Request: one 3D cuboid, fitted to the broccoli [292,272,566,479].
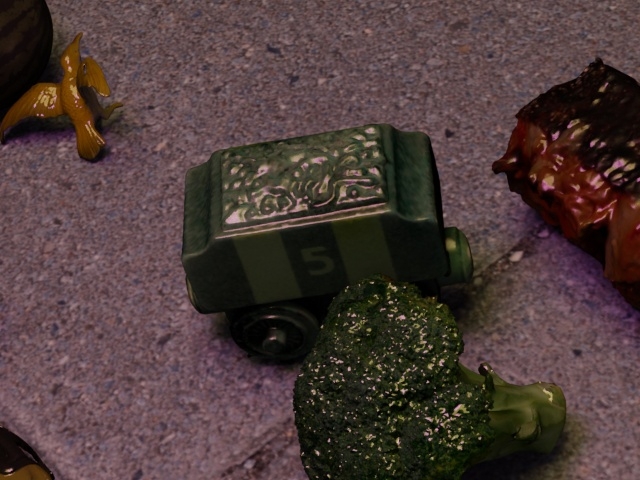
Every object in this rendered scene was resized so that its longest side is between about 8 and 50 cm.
[{"bbox_3d":[0.100,0.153,1.604,0.269,0.254,0.269,13,58,-21],"label":"broccoli"}]

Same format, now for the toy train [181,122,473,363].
[{"bbox_3d":[0.000,0.000,1.741,0.299,0.238,0.166,-9,49,7],"label":"toy train"}]

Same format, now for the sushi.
[{"bbox_3d":[0.335,-0.033,1.743,0.182,0.196,0.343,-42,44,0],"label":"sushi"}]

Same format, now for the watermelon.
[{"bbox_3d":[-0.435,-0.257,2.112,0.212,0.212,0.212,-7,46,7],"label":"watermelon"}]

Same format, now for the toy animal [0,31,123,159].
[{"bbox_3d":[-0.294,-0.177,2.082,0.219,0.095,0.155,-22,37,37],"label":"toy animal"}]

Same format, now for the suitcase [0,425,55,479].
[{"bbox_3d":[-0.362,0.286,1.624,0.235,0.143,0.194,-41,51,-22],"label":"suitcase"}]
